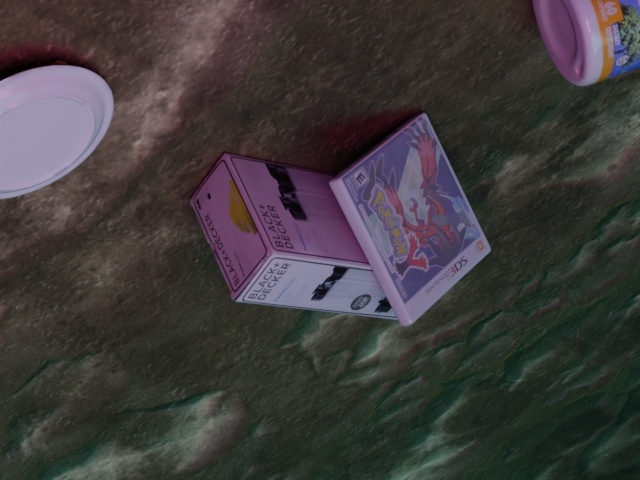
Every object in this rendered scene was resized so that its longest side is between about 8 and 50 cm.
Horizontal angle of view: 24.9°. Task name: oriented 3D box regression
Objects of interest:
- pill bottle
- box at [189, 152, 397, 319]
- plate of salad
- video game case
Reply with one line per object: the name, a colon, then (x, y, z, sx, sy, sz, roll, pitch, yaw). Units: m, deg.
pill bottle: (0.396, -0.290, 1.677, 0.272, 0.152, 0.152, -21, 145, -8)
box: (0.000, 0.000, 1.782, 0.290, 0.169, 0.087, 9, 132, -39)
plate of salad: (-0.313, -0.118, 1.531, 0.199, 0.048, 0.200, -27, 153, -15)
video game case: (0.113, -0.028, 1.765, 0.023, 0.201, 0.183, -12, -159, 48)
